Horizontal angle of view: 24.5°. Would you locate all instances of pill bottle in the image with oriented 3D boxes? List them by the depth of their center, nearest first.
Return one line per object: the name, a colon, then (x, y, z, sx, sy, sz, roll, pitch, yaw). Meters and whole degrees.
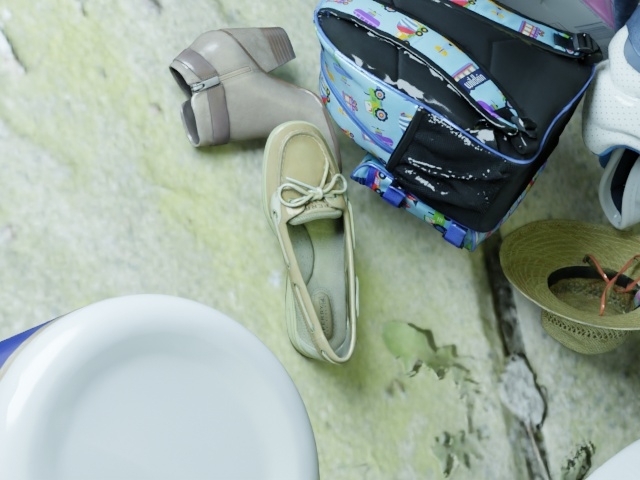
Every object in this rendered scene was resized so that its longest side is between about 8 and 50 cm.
pill bottle: (-0.128, 0.120, 0.699, 0.153, 0.264, 0.153, 9, 73, -31)

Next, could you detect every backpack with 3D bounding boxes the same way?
backpack: (0.072, -0.098, 0.966, 0.173, 0.117, 0.158, 31, 44, 8)

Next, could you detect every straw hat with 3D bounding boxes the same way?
straw hat: (0.192, 0.047, 1.042, 0.144, 0.144, 0.061, -18, 132, -34)

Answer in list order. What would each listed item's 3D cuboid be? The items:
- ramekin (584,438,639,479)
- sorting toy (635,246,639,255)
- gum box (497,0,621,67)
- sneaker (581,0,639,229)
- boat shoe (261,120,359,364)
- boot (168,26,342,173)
ramekin: (0.219, 0.245, 0.903, 0.277, 0.135, 0.277, -26, 135, -29)
sorting toy: (0.342, 0.044, 1.148, 0.274, 0.046, 0.132, -14, 87, -28)
gum box: (0.189, -0.195, 1.064, 0.188, 0.062, 0.107, 25, 64, -52)
sneaker: (0.304, -0.095, 1.079, 0.322, 0.236, 0.130, 25, 25, -54)
boat shoe: (-0.002, 0.001, 0.921, 0.056, 0.048, 0.153, -6, 95, -21)
boot: (-0.044, -0.080, 0.939, 0.087, 0.042, 0.118, -28, 96, -27)
